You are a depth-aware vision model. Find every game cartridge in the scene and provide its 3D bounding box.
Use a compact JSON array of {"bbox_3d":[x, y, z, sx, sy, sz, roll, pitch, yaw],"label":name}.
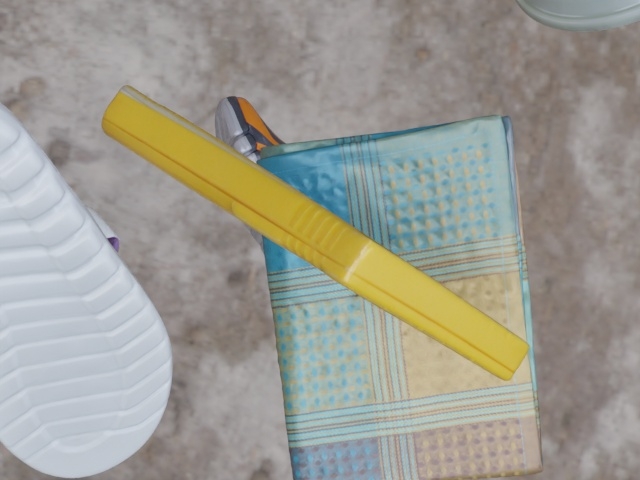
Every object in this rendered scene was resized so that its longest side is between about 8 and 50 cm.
[{"bbox_3d":[0.000,0.000,1.147,0.285,0.323,0.053,32,92,-49],"label":"game cartridge"}]

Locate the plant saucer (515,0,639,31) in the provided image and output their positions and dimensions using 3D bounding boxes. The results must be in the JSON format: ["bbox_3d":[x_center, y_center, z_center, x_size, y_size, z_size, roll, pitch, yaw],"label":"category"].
[{"bbox_3d":[0.458,-0.508,2.123,0.100,0.400,0.400,45,68,-42],"label":"plant saucer"}]

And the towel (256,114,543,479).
[{"bbox_3d":[0.082,0.069,1.417,0.040,0.271,0.370,-17,101,-82],"label":"towel"}]

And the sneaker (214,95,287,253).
[{"bbox_3d":[-0.004,-0.057,1.726,0.180,0.124,0.321,-23,79,-17],"label":"sneaker"}]

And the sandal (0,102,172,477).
[{"bbox_3d":[-0.232,0.034,1.138,0.169,0.102,0.416,-18,130,-5],"label":"sandal"}]
